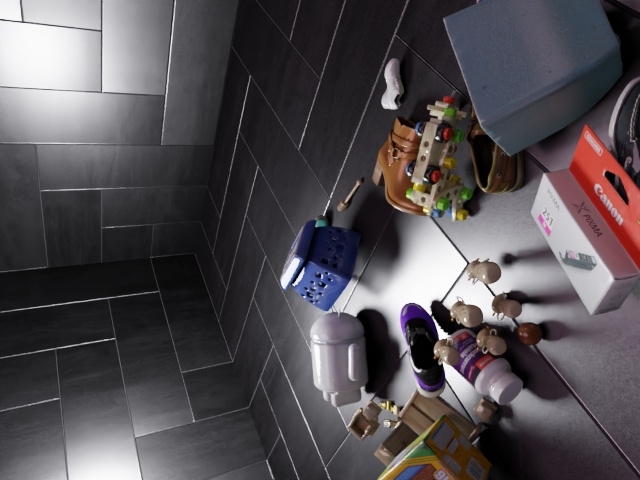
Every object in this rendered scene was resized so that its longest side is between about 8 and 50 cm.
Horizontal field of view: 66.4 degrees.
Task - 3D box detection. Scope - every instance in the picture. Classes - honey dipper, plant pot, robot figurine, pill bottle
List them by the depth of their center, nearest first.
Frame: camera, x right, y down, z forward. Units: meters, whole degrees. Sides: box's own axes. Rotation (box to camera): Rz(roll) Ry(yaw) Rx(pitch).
[{"bbox_3d":[0.430,-0.349,0.959,0.252,0.247,0.247,-21,74,29],"label":"plant pot"},{"bbox_3d":[0.411,0.322,1.246,0.193,0.108,0.108,43,131,50],"label":"pill bottle"},{"bbox_3d":[-0.008,0.080,1.756,0.236,0.212,0.235,121,168,-46],"label":"plant pot"},{"bbox_3d":[0.068,0.413,1.781,0.300,0.200,0.353,-3,92,63],"label":"robot figurine"},{"bbox_3d":[0.108,-0.164,1.785,0.160,0.031,0.030,-55,48,47],"label":"honey dipper"}]

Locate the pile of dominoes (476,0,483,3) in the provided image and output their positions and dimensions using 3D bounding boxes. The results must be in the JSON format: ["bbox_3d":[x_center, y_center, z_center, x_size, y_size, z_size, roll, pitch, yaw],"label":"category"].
[{"bbox_3d":[0.424,-0.597,1.133,0.196,0.040,0.251,-27,71,59],"label":"pile of dominoes"}]

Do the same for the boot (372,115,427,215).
[{"bbox_3d":[0.266,-0.219,1.439,0.283,0.109,0.220,-120,40,-48],"label":"boot"}]

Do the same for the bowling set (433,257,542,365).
[{"bbox_3d":[0.413,0.204,1.193,0.286,0.200,0.154,-62,1,0],"label":"bowling set"}]

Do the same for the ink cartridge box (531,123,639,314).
[{"bbox_3d":[0.503,-0.037,0.918,0.238,0.060,0.275,78,180,-51],"label":"ink cartridge box"}]

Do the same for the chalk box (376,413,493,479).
[{"bbox_3d":[0.268,0.634,1.275,0.179,0.180,0.289,46,114,18],"label":"chalk box"}]

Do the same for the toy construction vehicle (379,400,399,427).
[{"bbox_3d":[0.245,0.595,1.676,0.098,0.035,0.085,-21,66,57],"label":"toy construction vehicle"}]

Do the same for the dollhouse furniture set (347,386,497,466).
[{"bbox_3d":[0.304,0.498,1.445,0.303,0.174,0.355,36,112,22],"label":"dollhouse furniture set"}]

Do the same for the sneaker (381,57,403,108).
[{"bbox_3d":[0.230,-0.477,1.498,0.061,0.054,0.152,30,127,45],"label":"sneaker"}]

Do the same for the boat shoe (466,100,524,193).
[{"bbox_3d":[0.406,-0.263,1.157,0.111,0.105,0.307,-21,76,60],"label":"boat shoe"}]

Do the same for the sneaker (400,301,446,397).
[{"bbox_3d":[0.285,0.272,1.368,0.146,0.102,0.293,68,-170,-45],"label":"sneaker"}]

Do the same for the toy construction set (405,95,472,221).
[{"bbox_3d":[0.314,-0.211,1.248,0.151,0.215,0.327,7,96,47],"label":"toy construction set"}]

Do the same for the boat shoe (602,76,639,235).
[{"bbox_3d":[0.577,-0.131,0.858,0.091,0.115,0.302,-118,18,-71],"label":"boat shoe"}]

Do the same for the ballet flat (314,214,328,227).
[{"bbox_3d":[0.000,0.000,1.987,0.068,0.072,0.213,-96,11,-73],"label":"ballet flat"}]
